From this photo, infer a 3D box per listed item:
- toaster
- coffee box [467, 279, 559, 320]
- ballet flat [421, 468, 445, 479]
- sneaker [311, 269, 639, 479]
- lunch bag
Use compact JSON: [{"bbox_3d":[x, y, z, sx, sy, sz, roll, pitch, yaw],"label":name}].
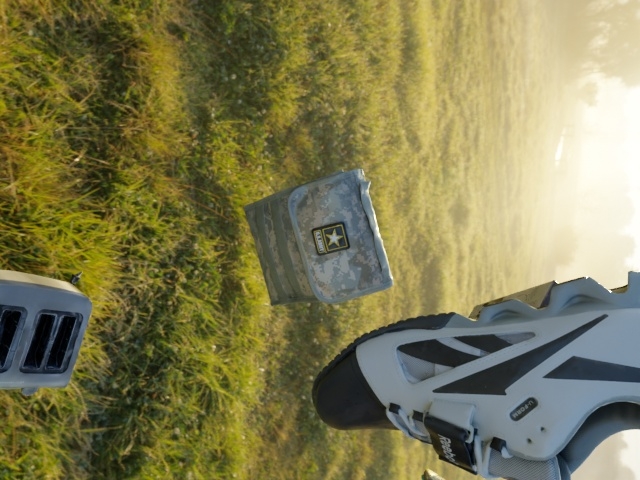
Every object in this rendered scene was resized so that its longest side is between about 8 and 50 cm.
[{"bbox_3d":[-0.450,0.129,0.653,0.168,0.110,0.186,21,83,-48],"label":"toaster"},{"bbox_3d":[0.451,0.210,0.957,0.119,0.168,0.297,-51,177,-21],"label":"coffee box"},{"bbox_3d":[0.338,0.679,0.979,0.123,0.123,0.349,13,53,-58],"label":"ballet flat"},{"bbox_3d":[0.133,0.142,0.374,0.122,0.330,0.146,45,32,-38],"label":"sneaker"},{"bbox_3d":[0.000,0.000,0.894,0.168,0.286,0.236,-18,93,-44],"label":"lunch bag"}]
